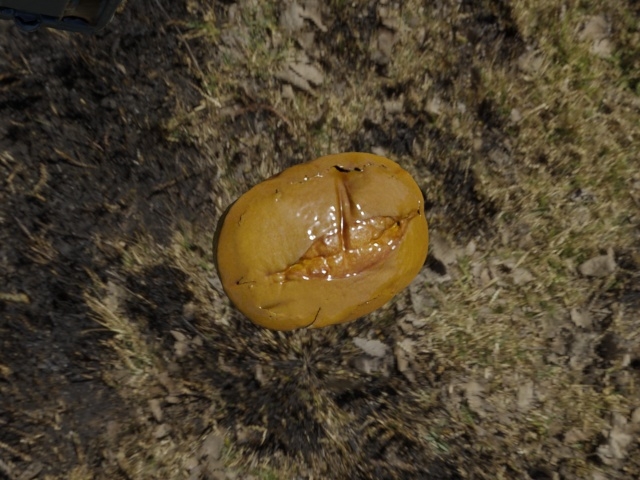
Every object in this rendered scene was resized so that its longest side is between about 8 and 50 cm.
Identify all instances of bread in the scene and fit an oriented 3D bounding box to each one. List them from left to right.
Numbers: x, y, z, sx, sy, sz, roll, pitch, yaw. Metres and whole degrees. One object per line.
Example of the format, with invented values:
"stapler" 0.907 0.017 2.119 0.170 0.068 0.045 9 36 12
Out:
"bread" 0.000 0.000 0.904 0.270 0.143 0.195 -17 98 -18

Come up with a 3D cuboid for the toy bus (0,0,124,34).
"toy bus" -0.244 -0.340 0.694 0.184 0.343 0.199 5 81 -29
